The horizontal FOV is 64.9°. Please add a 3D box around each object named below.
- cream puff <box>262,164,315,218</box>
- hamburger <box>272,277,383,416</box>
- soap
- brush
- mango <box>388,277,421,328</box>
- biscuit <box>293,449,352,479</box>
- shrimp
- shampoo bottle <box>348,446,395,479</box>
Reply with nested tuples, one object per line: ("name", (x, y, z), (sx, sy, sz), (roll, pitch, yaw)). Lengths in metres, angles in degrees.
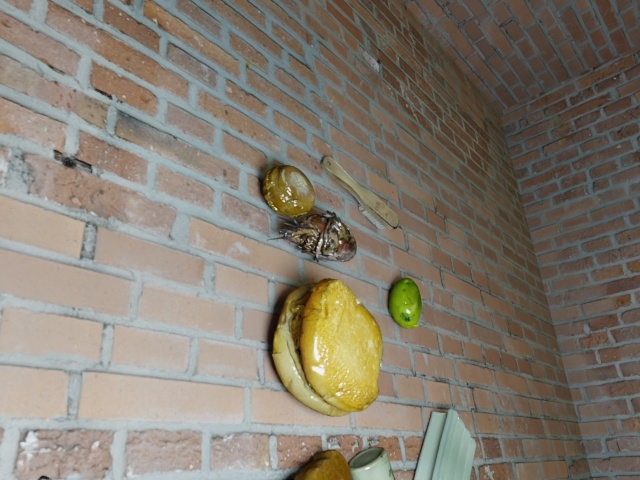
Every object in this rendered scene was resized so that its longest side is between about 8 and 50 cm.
("cream puff", (-0.085, -0.121, 1.258), (0.144, 0.103, 0.127), (41, 39, -33))
("hamburger", (0.030, 0.245, 1.155), (0.314, 0.170, 0.290), (49, 42, -26))
("soap", (0.358, 0.641, 1.441), (0.160, 0.087, 0.265), (56, 36, -15))
("brush", (0.115, -0.138, 1.579), (0.327, 0.065, 0.070), (40, 49, -20))
("mango", (0.261, 0.189, 1.553), (0.179, 0.099, 0.119), (-80, 170, -48))
("biscuit", (0.024, 0.602, 0.980), (0.359, 0.074, 0.381), (59, 16, -30))
("shrimp", (-0.006, -0.003, 1.283), (0.343, 0.116, 0.145), (8, 64, -57))
("shampoo bottle", (0.145, 0.619, 1.174), (0.118, 0.087, 0.235), (-10, 80, -57))
